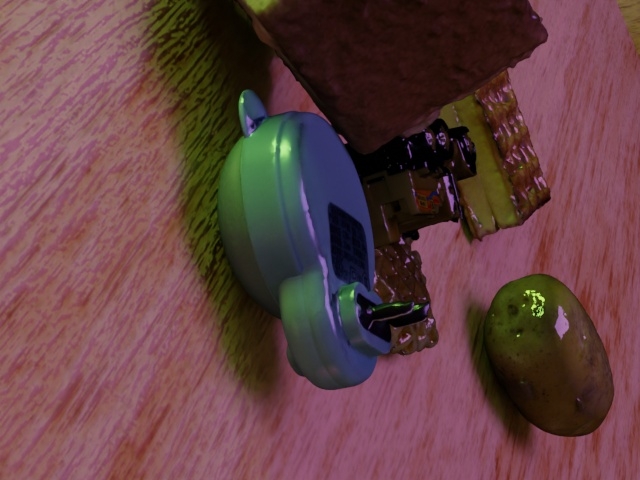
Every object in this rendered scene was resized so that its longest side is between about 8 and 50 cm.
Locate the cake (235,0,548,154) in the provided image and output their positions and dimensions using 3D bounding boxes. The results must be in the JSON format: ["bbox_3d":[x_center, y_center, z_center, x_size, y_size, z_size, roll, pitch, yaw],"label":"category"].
[{"bbox_3d":[0.040,-0.266,1.550,0.282,0.255,0.290,49,9,-42],"label":"cake"}]

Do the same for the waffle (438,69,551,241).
[{"bbox_3d":[0.229,-0.166,2.213,0.308,0.091,0.213,69,24,-4],"label":"waffle"}]

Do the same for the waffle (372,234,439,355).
[{"bbox_3d":[0.071,0.032,1.750,0.214,0.054,0.208,10,59,-65],"label":"waffle"}]

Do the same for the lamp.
[{"bbox_3d":[-0.011,0.005,1.465,0.284,0.147,0.209,62,14,24],"label":"lamp"}]

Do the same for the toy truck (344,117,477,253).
[{"bbox_3d":[0.098,-0.062,1.687,0.257,0.127,0.127,-16,90,-72],"label":"toy truck"}]

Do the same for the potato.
[{"bbox_3d":[0.308,0.158,2.074,0.228,0.148,0.197,41,25,-53],"label":"potato"}]
